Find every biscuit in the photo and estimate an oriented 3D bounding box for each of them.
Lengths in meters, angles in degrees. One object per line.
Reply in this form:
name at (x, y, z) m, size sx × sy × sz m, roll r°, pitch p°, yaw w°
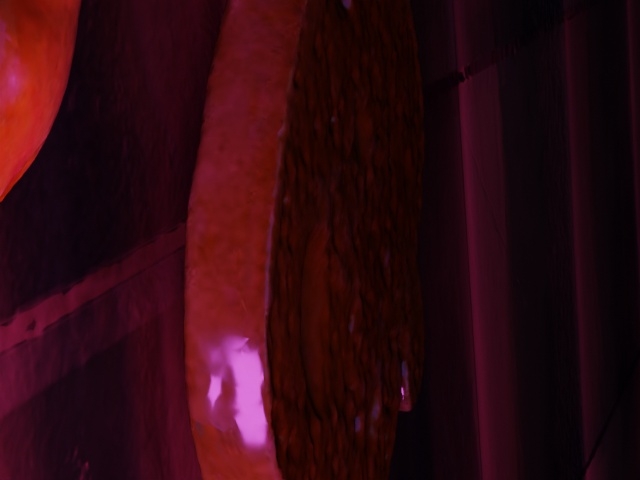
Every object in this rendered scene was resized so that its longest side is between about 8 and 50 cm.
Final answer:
biscuit at (-0.001, 0.000, 0.960) m, size 0.314 × 0.063 × 0.367 m, roll 62°, pitch 32°, yaw -60°

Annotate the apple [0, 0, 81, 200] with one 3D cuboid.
apple at (-0.136, -0.068, 0.370) m, size 0.209 × 0.164 × 0.209 m, roll 2°, pitch 90°, yaw -71°
